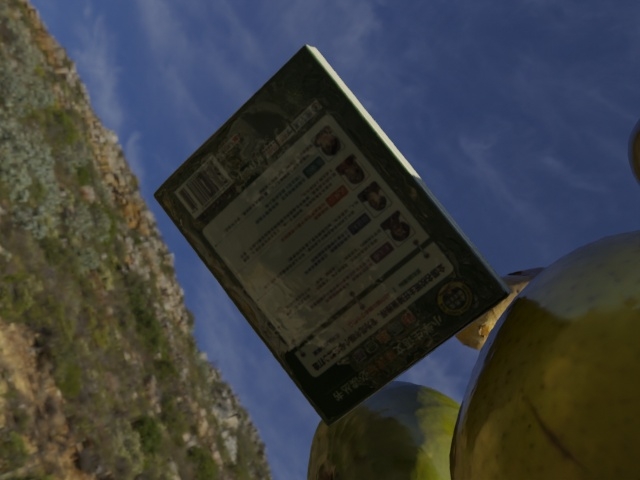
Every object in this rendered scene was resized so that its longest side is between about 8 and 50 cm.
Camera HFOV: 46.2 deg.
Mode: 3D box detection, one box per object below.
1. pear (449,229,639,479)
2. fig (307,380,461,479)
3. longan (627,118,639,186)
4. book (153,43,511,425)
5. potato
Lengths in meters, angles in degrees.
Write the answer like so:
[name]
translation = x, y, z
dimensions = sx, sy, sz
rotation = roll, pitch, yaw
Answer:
[pear]
translation = 0.277, 0.177, 0.517
dimensions = 0.418, 0.363, 0.362
rotation = -106, -148, -47
[fig]
translation = 0.144, 0.356, 1.074
dimensions = 0.316, 0.316, 0.315
rotation = 16, -68, 44
[longan]
translation = 0.583, -0.126, 1.082
dimensions = 0.246, 0.246, 0.214
rotation = -22, -108, 48
[book]
translation = 0.000, 0.000, 0.643
dimensions = 0.202, 0.027, 0.264
rotation = -41, -97, 19
[potato]
translation = 0.339, 0.123, 1.358
dimensions = 0.150, 0.234, 0.146
rotation = 40, -44, 56
